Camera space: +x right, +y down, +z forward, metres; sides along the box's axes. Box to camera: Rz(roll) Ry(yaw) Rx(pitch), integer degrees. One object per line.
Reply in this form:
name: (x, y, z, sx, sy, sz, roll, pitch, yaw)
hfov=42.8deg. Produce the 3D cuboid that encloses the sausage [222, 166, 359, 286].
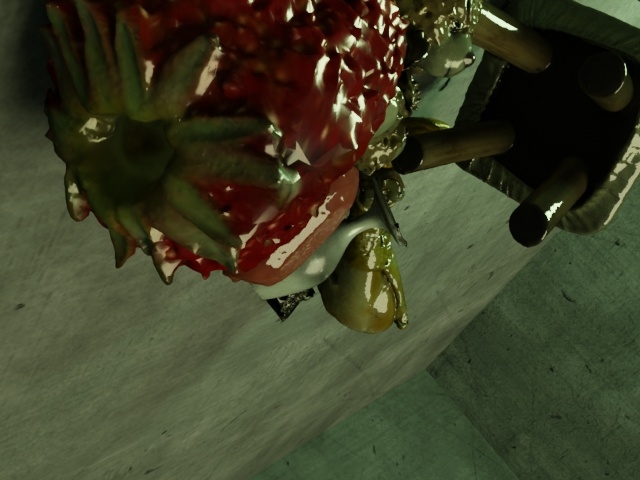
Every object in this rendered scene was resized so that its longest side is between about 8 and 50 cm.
sausage: (-0.052, -0.041, 1.122, 0.254, 0.148, 0.148, -44, 161, 14)

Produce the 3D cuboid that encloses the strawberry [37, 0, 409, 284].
strawberry: (-0.069, -0.131, 0.726, 0.343, 0.292, 0.292, -38, 166, -50)

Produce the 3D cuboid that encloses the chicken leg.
chicken leg: (0.083, 0.011, 1.444, 0.152, 0.201, 0.429, -32, 147, -29)

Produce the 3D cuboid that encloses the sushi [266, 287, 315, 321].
sushi: (-0.055, 0.095, 1.553, 0.084, 0.056, 0.083, -33, 153, -18)

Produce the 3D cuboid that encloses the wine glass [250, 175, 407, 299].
wine glass: (0.000, 0.000, 1.243, 0.241, 0.126, 0.126, -22, 162, 5)

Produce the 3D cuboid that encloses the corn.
corn: (0.150, -0.163, 1.322, 0.231, 0.080, 0.080, -14, 148, -53)

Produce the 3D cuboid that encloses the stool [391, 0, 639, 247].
stool: (0.302, -0.183, 1.160, 0.226, 0.310, 0.310, -10, 128, -51)

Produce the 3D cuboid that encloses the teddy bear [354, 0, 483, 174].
teddy bear: (0.092, -0.220, 0.957, 0.256, 0.156, 0.267, -43, 171, -1)
